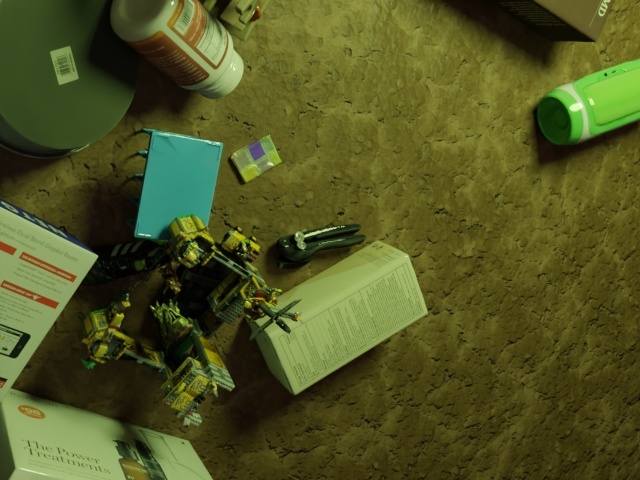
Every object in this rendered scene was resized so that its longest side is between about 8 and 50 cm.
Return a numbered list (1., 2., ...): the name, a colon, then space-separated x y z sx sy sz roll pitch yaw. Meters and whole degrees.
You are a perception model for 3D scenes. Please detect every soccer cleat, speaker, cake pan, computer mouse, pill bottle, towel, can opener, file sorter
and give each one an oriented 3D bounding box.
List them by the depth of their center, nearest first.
1. cake pan: -0.387 -0.262 1.186 0.293 0.054 0.293 -19 116 -44
2. pill bottle: -0.213 -0.310 1.249 0.121 0.121 0.216 -56 147 -3
3. file sorter: -0.249 -0.094 1.334 0.118 0.104 0.170 7 102 -29
4. soccer cleat: -0.323 0.035 1.351 0.179 0.072 0.060 -18 112 -21
5. computer mouse: -0.270 0.103 1.409 0.184 0.060 0.262 15 109 -34
6. towel: -0.115 -0.145 1.442 0.083 0.009 0.060 -31 115 -16
7. can opener: 0.000 0.000 1.524 0.186 0.073 0.059 -18 73 -25
8. speaker: 0.606 -0.295 1.700 0.297 0.131 0.131 -21 113 -20

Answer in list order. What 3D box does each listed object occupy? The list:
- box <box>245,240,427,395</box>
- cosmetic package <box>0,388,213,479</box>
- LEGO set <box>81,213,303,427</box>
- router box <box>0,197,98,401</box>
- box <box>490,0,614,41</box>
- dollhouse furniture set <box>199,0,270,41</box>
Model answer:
1. box: 0.033 0.141 1.534 0.311 0.121 0.148 -28 115 -18
2. cosmetic package: -0.351 0.382 1.315 0.377 0.284 0.097 26 90 -31
3. LEGO set: -0.208 0.142 1.290 0.331 0.192 0.255 -41 130 3
4. router box: -0.547 0.071 1.185 0.301 0.082 0.335 -56 139 -3
5. box: 0.390 -0.536 1.514 0.381 0.143 0.191 19 95 -32
6. dollhouse furniture set: -0.179 -0.445 1.198 0.259 0.262 0.135 31 86 1
